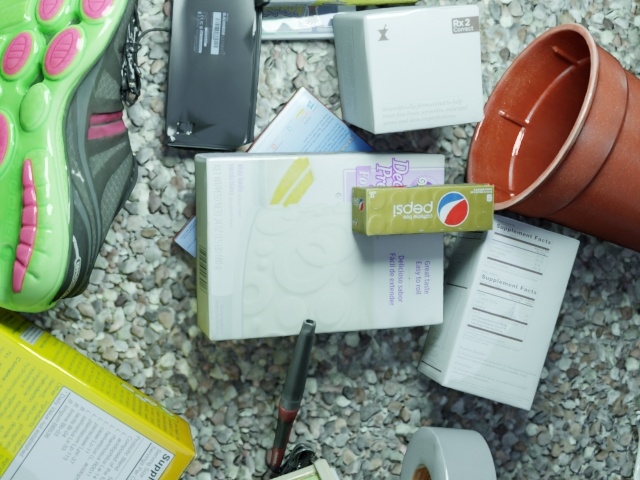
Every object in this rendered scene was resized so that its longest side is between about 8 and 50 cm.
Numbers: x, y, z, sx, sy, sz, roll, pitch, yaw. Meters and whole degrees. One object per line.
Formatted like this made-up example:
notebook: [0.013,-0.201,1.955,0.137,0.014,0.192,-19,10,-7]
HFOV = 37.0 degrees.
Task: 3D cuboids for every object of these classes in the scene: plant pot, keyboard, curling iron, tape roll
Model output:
plant pot: [0.389,-0.118,1.321,0.265,0.272,0.272,23,88,-18]
keyboard: [-0.180,-0.282,1.297,0.202,0.033,0.317,4,92,-4]
curling iron: [-0.029,0.221,1.302,0.068,0.035,0.274,-4,119,-17]
tape roll: [0.168,0.365,1.304,0.072,0.219,0.219,7,91,-12]

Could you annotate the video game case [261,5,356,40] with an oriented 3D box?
video game case: [-0.051,-0.372,1.334,0.201,0.023,0.183,-4,93,-11]

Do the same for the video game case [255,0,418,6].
video game case: [0.015,-0.460,1.307,0.248,0.035,0.274,-8,94,-26]

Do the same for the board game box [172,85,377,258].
board game box: [-0.062,-0.063,1.341,0.145,0.027,0.281,40,84,-10]

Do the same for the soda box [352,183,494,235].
soda box: [0.134,-0.041,1.253,0.181,0.058,0.061,-3,97,-17]

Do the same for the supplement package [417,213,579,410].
supplement package: [0.247,0.095,1.350,0.134,0.139,0.244,17,89,-10]

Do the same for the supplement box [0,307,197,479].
supplement box: [-0.360,0.236,1.210,0.356,0.195,0.194,35,86,-9]

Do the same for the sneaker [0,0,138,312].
sneaker: [-0.329,-0.147,1.215,0.185,0.202,0.482,10,82,15]

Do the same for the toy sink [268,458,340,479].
toy sink: [-0.012,0.398,1.287,0.234,0.153,0.131,-16,115,-9]

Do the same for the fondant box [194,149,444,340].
fondant box: [0.000,0.000,1.296,0.330,0.096,0.238,-3,98,-18]

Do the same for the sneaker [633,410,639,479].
sneaker: [0.526,0.259,1.433,0.091,0.094,0.258,4,92,-16]

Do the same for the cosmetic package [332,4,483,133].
cosmetic package: [0.113,-0.233,1.278,0.151,0.183,0.151,-8,105,-10]
